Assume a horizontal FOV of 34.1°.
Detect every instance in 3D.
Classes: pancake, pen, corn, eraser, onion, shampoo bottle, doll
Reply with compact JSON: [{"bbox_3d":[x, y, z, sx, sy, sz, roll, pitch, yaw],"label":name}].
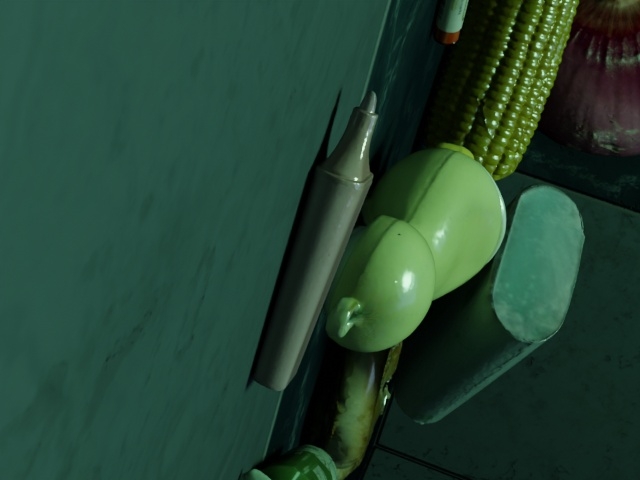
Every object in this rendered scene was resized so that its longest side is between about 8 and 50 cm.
[{"bbox_3d":[0.071,0.113,1.224,0.382,0.071,0.382,19,90,-80],"label":"pancake"},{"bbox_3d":[0.000,0.000,0.650,0.053,0.032,0.197,-40,151,-72],"label":"pen"},{"bbox_3d":[0.213,-0.235,1.161,0.131,0.131,0.345,-45,152,-71],"label":"corn"},{"bbox_3d":[0.159,0.067,1.022,0.227,0.081,0.174,123,-11,-56],"label":"eraser"},{"bbox_3d":[0.129,-0.263,0.885,0.239,0.028,0.028,100,13,-52],"label":"pen"},{"bbox_3d":[0.378,-0.302,1.318,0.345,0.358,0.358,73,34,-47],"label":"onion"},{"bbox_3d":[-0.027,0.206,0.855,0.204,0.065,0.065,36,74,-81],"label":"shampoo bottle"},{"bbox_3d":[0.066,0.003,0.853,0.296,0.117,0.141,-31,148,-56],"label":"doll"}]
